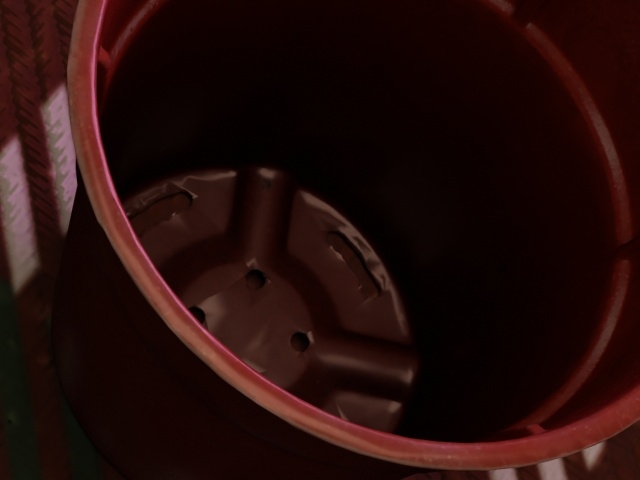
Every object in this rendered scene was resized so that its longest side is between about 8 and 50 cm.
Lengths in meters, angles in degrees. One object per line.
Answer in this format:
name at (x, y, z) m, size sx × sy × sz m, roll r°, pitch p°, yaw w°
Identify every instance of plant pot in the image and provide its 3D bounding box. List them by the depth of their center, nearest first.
plant pot at (0.000, 0.000, 0.682) m, size 0.272 × 0.265 × 0.272 m, roll 7°, pitch 66°, yaw -17°
